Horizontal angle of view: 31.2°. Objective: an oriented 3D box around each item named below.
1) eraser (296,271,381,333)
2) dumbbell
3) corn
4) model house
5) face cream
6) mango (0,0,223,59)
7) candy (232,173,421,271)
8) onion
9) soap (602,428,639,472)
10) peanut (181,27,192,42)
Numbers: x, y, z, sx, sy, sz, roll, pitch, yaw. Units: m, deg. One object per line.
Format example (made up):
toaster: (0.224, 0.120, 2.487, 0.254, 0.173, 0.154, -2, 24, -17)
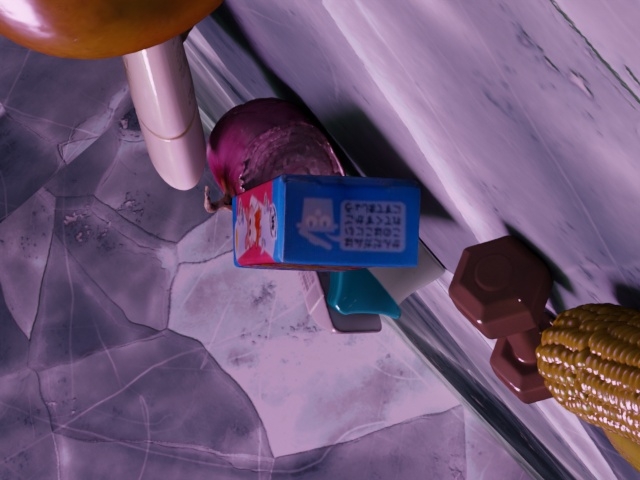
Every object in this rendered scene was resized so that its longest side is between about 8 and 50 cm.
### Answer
eraser: (0.000, 0.000, 1.690, 0.061, 0.089, 0.352, -58, 41, 46)
dumbbell: (0.189, 0.080, 1.088, 0.092, 0.082, 0.231, 44, 175, 34)
corn: (0.228, 0.098, 0.781, 0.091, 0.091, 0.260, 20, 180, -15)
model house: (0.072, 0.043, 1.559, 0.127, 0.149, 0.100, 50, 173, -6)
face cream: (-0.210, -0.242, 1.422, 0.348, 0.081, 0.173, 82, 171, -45)
mango: (-0.173, -0.264, 0.760, 0.264, 0.221, 0.378, 45, -171, -38)
candy: (-0.003, -0.014, 1.340, 0.306, 0.157, 0.100, 174, 97, -75)
onion: (-0.065, -0.096, 1.568, 0.207, 0.200, 0.200, 31, -176, -24)
soap: (0.322, 0.203, 1.121, 0.089, 0.045, 0.140, 54, 174, -26)
peanut: (-0.251, -0.343, 1.533, 0.137, 0.122, 0.253, 44, 170, 46)
